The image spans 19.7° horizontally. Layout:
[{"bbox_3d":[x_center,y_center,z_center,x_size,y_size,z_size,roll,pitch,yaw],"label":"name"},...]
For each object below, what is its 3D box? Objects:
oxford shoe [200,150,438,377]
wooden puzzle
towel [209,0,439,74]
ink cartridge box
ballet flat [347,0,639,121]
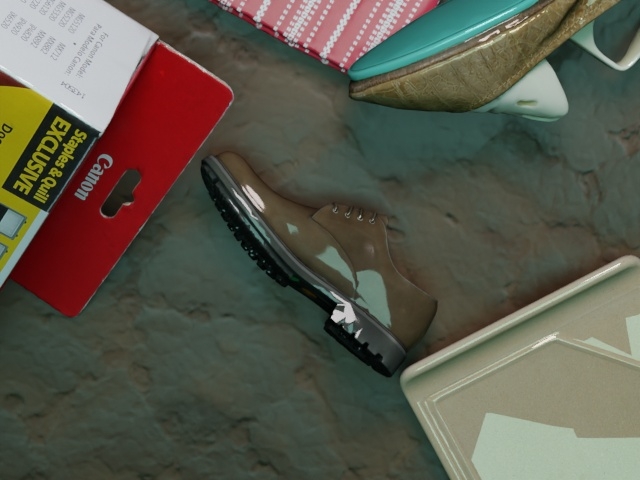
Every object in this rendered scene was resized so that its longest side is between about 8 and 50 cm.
[{"bbox_3d":[0.000,0.000,1.474,0.227,0.083,0.096,43,79,-7],"label":"oxford shoe"},{"bbox_3d":[0.210,0.156,1.509,0.221,0.044,0.238,-28,103,5],"label":"wooden puzzle"},{"bbox_3d":[-0.021,-0.264,1.444,0.275,0.031,0.199,29,97,-6],"label":"towel"},{"bbox_3d":[-0.256,-0.056,1.360,0.272,0.130,0.309,32,132,-8],"label":"ink cartridge box"},{"bbox_3d":[0.187,-0.171,1.416,0.342,0.116,0.124,-35,111,-5],"label":"ballet flat"}]
